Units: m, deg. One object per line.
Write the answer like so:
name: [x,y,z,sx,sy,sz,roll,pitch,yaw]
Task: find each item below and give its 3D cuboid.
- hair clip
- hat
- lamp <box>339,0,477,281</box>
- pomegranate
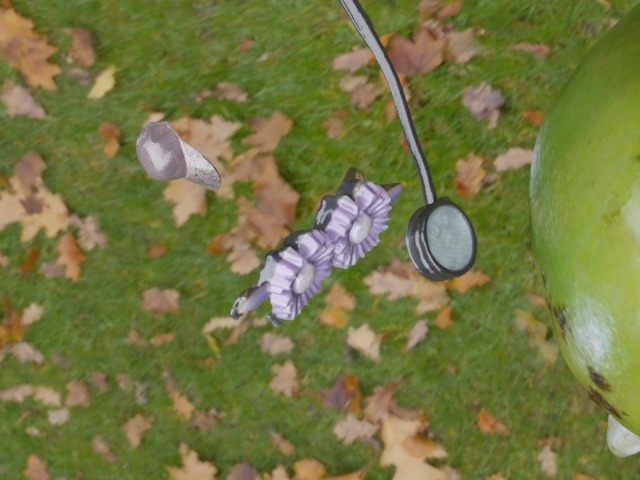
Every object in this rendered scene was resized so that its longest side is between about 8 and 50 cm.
hair clip: [0.000,0.000,1.308,0.084,0.292,0.106,27,137,21]
hat: [-0.128,-0.065,1.059,0.058,0.042,0.087,22,157,54]
lamp: [0.038,-0.136,1.067,0.108,0.130,0.371,-25,88,46]
pomegranate: [0.147,0.012,0.382,0.180,0.180,0.209,25,136,10]
